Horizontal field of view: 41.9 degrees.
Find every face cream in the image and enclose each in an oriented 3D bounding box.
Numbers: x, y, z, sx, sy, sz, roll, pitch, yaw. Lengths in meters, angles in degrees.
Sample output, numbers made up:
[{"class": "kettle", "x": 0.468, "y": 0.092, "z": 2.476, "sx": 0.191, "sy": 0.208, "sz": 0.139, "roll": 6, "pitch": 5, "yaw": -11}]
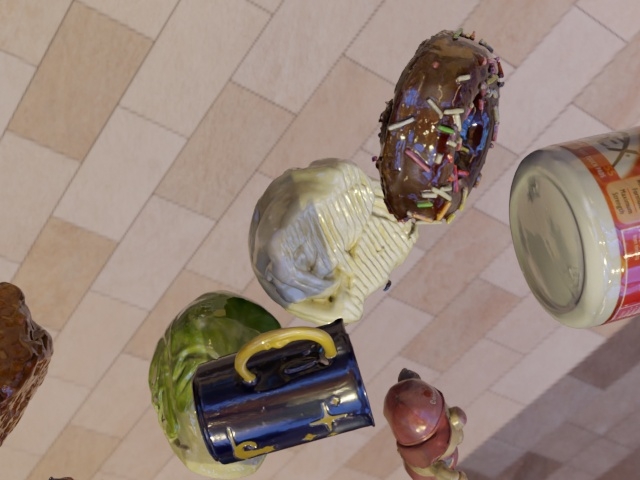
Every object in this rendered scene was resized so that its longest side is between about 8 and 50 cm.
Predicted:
[{"class": "face cream", "x": 0.329, "y": -0.019, "z": 0.906, "sx": 0.187, "sy": 0.201, "sz": 0.201, "roll": -13, "pitch": 131, "yaw": -10}]

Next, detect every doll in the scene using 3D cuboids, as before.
[{"class": "doll", "x": 0.218, "y": 0.384, "z": 1.665, "sx": 0.152, "sy": 0.196, "sz": 0.255, "roll": -34, "pitch": 129, "yaw": -10}]

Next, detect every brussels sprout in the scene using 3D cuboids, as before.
[{"class": "brussels sprout", "x": -0.186, "y": 0.281, "z": 1.616, "sx": 0.281, "sy": 0.354, "sz": 0.289, "roll": 23, "pitch": 126, "yaw": -24}]

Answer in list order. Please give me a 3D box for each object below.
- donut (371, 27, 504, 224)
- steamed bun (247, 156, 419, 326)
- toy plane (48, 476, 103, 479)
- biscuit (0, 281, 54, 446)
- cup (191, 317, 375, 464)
[{"class": "donut", "x": 0.163, "y": -0.144, "z": 1.106, "sx": 0.103, "sy": 0.269, "sz": 0.269, "roll": 20, "pitch": 135, "yaw": 25}, {"class": "steamed bun", "x": 0.000, "y": 0.000, "z": 1.747, "sx": 0.394, "sy": 0.237, "sz": 0.346, "roll": 0, "pitch": 94, "yaw": -39}, {"class": "toy plane", "x": -0.212, "y": 0.274, "z": 0.797, "sx": 0.189, "sy": 0.130, "sz": 0.061, "roll": -3, "pitch": 122, "yaw": 0}, {"class": "biscuit", "x": -0.614, "y": 0.301, "z": 1.405, "sx": 0.166, "sy": 0.395, "sz": 0.342, "roll": 29, "pitch": 137, "yaw": -4}, {"class": "cup", "x": -0.070, "y": 0.206, "z": 1.293, "sx": 0.256, "sy": 0.178, "sz": 0.255, "roll": -15, "pitch": 117, "yaw": -2}]
